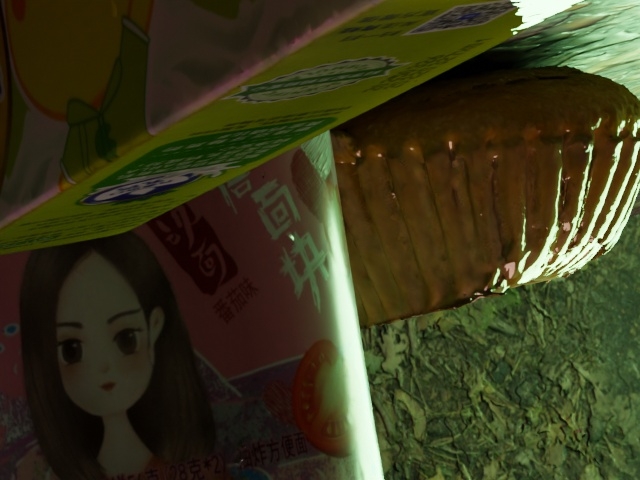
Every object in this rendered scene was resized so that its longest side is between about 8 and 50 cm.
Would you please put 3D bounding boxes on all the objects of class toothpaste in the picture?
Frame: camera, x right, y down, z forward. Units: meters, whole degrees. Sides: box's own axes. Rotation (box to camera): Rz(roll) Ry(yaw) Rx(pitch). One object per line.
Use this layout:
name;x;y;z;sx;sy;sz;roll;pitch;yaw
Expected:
toothpaste;-0.040;-0.078;0.521;0.077;0.110;0.327;-13;175;-30

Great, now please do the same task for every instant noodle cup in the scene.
instant noodle cup;-0.087;0.026;0.855;0.243;0.231;0.243;-13;174;-2

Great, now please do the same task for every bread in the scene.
bread;0.097;-0.033;1.170;0.240;0.139;0.240;-15;178;-1
